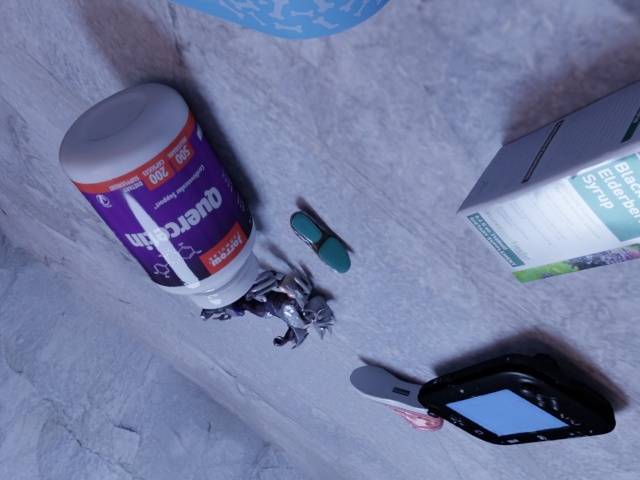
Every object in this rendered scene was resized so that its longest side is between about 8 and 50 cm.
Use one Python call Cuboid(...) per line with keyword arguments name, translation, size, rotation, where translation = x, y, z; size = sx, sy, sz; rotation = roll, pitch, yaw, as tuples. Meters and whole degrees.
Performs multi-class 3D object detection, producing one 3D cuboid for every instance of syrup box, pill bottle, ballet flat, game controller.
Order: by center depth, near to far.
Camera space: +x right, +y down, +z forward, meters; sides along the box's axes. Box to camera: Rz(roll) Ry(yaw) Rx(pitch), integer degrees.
Cuboid(name="syrup box", translation=(0.226, -0.048, 0.499), size=(0.093, 0.096, 0.237), rotation=(44, 154, -12))
Cuboid(name="ballet flat", translation=(0.000, 0.000, 0.922), size=(0.114, 0.041, 0.041), rotation=(46, 152, -14))
Cuboid(name="game controller", translation=(0.265, 0.237, 0.929), size=(0.166, 0.067, 0.319), rotation=(38, 154, -1))
Cuboid(name="pill bottle", translation=(-0.209, -0.049, 0.933), size=(0.181, 0.181, 0.323), rotation=(14, 145, 39))

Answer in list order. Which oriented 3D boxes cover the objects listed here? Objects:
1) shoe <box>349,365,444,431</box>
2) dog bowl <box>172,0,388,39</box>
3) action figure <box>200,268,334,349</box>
Cuboid(name="shoe", translation=(0.136, 0.286, 1.163), size=(0.178, 0.063, 0.081), rotation=(12, 139, 34))
Cuboid(name="dog bowl", translation=(-0.063, -0.244, 0.485), size=(0.297, 0.166, 0.074), rotation=(25, 162, 23))
Cuboid(name="action figure", translation=(-0.093, 0.109, 1.136), size=(0.285, 0.099, 0.185), rotation=(11, 134, 35))
